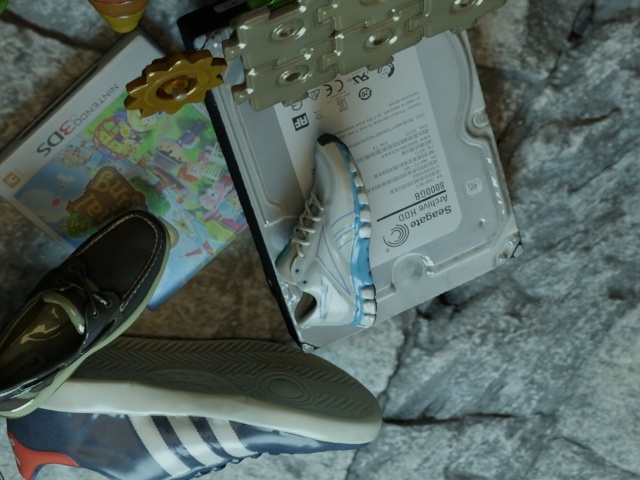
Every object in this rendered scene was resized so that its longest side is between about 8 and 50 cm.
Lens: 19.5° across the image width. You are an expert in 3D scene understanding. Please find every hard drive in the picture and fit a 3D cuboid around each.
[{"bbox_3d":[0.035,-0.086,1.656,0.236,0.064,0.339,-24,122,-10],"label":"hard drive"}]

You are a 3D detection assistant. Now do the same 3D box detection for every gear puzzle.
[{"bbox_3d":[-0.004,-0.177,1.502,0.339,0.044,0.175,-24,159,-6],"label":"gear puzzle"}]

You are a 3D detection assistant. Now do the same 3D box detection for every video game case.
[{"bbox_3d":[-0.159,-0.057,1.660,0.193,0.023,0.212,-42,120,10],"label":"video game case"}]

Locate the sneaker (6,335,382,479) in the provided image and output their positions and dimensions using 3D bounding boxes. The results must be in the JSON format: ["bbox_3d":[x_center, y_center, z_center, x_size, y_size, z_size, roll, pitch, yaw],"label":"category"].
[{"bbox_3d":[-0.121,0.180,1.745,0.350,0.131,0.148,7,115,-7],"label":"sneaker"}]

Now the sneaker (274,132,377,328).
[{"bbox_3d":[0.000,0.000,1.608,0.082,0.071,0.191,-11,119,-11],"label":"sneaker"}]

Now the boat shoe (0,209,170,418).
[{"bbox_3d":[-0.214,0.063,1.619,0.080,0.073,0.223,42,84,5],"label":"boat shoe"}]

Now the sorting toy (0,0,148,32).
[{"bbox_3d":[-0.281,-0.179,1.514,0.365,0.127,0.126,-20,145,-13],"label":"sorting toy"}]

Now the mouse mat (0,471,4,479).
[{"bbox_3d":[-0.389,0.210,1.758,0.152,0.007,0.190,-19,120,-4],"label":"mouse mat"}]
